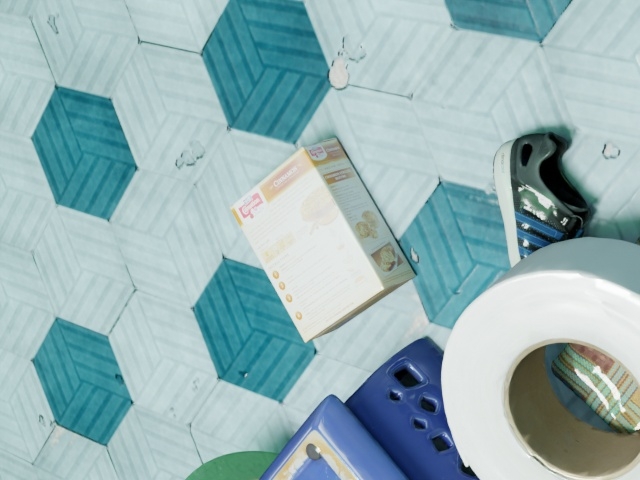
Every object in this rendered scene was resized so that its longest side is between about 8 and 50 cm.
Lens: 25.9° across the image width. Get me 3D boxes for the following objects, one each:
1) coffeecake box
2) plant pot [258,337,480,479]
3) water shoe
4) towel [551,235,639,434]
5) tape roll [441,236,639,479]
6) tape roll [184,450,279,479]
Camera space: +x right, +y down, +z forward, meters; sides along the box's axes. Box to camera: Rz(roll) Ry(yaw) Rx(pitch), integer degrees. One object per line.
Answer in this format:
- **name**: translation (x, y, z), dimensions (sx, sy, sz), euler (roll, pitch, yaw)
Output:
- **coffeecake box**: translation (0.000, 0.000, 1.598), dimensions (0.142, 0.068, 0.185), euler (-37, 79, 39)
- **plant pot**: translation (0.070, 0.281, 1.527), dimensions (0.236, 0.212, 0.236), euler (50, 127, 18)
- **water shoe**: translation (0.234, -0.009, 1.408), dimensions (0.080, 0.073, 0.203), euler (-15, 93, 38)
- **towel**: translation (0.418, 0.153, 1.329), dimensions (0.370, 0.040, 0.271), euler (42, 123, 22)
- **tape roll**: translation (0.261, 0.145, 1.339), dimensions (0.286, 0.100, 0.286), euler (13, 116, 28)
- **tape roll**: translation (-0.045, 0.391, 1.577), dimensions (0.321, 0.321, 0.077), euler (50, 127, 17)
